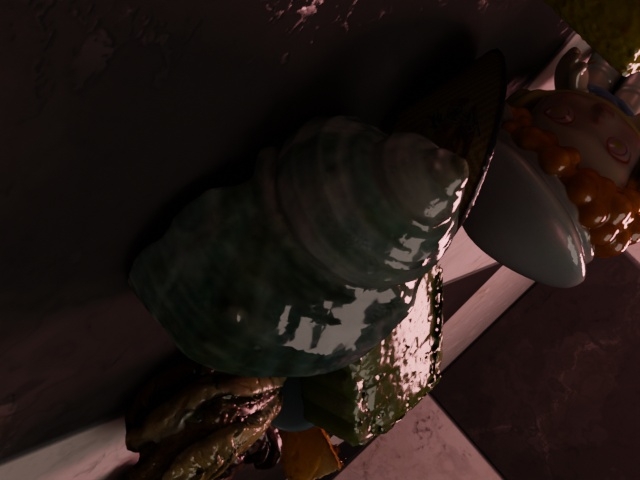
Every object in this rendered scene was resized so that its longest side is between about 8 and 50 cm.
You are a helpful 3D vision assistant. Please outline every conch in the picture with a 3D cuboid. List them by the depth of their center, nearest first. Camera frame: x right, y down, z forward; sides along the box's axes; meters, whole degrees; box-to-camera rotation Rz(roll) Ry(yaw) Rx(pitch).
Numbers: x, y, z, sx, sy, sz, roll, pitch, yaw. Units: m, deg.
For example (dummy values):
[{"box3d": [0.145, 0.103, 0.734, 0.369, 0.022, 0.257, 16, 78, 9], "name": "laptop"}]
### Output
[{"box3d": [0.000, 0.000, 0.600, 0.277, 0.195, 0.220, -24, 144, 33], "name": "conch"}]

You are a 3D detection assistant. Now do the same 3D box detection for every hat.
[{"box3d": [0.096, -0.093, 0.712, 0.193, 0.082, 0.193, -165, -90, -83], "name": "hat"}]

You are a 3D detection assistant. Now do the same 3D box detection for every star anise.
[{"box3d": [-0.113, 0.325, 1.183, 0.272, 0.102, 0.272, -48, 164, -18], "name": "star anise"}]

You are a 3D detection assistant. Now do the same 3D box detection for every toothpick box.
[{"box3d": [-0.018, 0.203, 1.100, 0.120, 0.120, 0.184, -44, 166, 7], "name": "toothpick box"}]

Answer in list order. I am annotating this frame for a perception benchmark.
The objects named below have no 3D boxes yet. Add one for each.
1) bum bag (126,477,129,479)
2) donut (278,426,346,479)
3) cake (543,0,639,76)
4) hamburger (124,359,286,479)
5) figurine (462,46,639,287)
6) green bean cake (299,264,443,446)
[{"box3d": [-0.253, 0.362, 1.072, 0.107, 0.060, 0.232, -43, 167, -25], "name": "bum bag"}, {"box3d": [-0.031, 0.332, 1.345, 0.101, 0.152, 0.259, -26, 172, -2], "name": "donut"}, {"box3d": [0.318, -0.258, 0.668, 0.260, 0.156, 0.179, -27, 164, -43], "name": "cake"}, {"box3d": [-0.129, 0.190, 0.861, 0.183, 0.130, 0.206, -40, 179, 20], "name": "hamburger"}, {"box3d": [0.309, -0.094, 0.910, 0.382, 0.224, 0.205, -31, 163, -32], "name": "figurine"}, {"box3d": [0.064, 0.124, 0.956, 0.200, 0.113, 0.214, -30, 124, -41], "name": "green bean cake"}]
